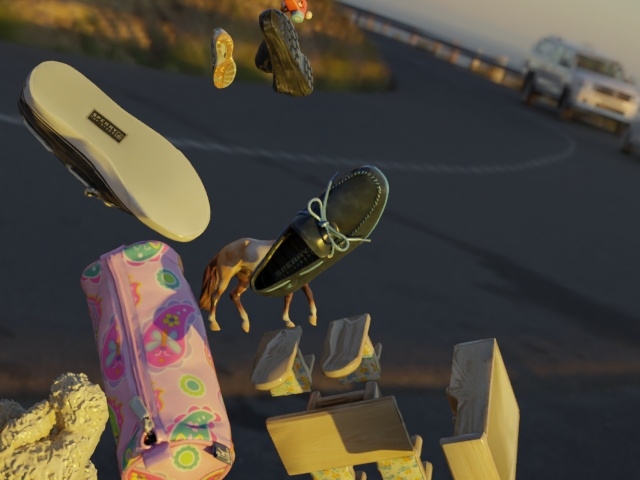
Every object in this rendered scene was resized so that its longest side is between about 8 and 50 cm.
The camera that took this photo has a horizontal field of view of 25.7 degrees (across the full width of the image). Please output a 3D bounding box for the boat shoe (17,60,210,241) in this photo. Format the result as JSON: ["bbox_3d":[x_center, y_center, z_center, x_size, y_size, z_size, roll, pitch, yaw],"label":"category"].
[{"bbox_3d":[-0.282,-0.102,1.875,0.306,0.113,0.105,38,-35,-6],"label":"boat shoe"}]

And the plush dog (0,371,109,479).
[{"bbox_3d":[-0.447,0.305,2.007,0.225,0.262,0.210,23,42,7],"label":"plush dog"}]

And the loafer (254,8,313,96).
[{"bbox_3d":[-0.070,-0.295,2.256,0.078,0.076,0.223,-7,-24,10],"label":"loafer"}]

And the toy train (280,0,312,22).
[{"bbox_3d":[-0.050,-0.422,2.169,0.046,0.166,0.125,-6,-32,23],"label":"toy train"}]

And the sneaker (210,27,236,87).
[{"bbox_3d":[-0.133,-0.247,1.897,0.032,0.083,0.037,-7,36,-19],"label":"sneaker"}]

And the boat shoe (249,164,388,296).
[{"bbox_3d":[0.000,0.000,2.024,0.109,0.258,0.089,44,21,14],"label":"boat shoe"}]

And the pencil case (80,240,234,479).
[{"bbox_3d":[-0.175,0.136,1.485,0.124,0.124,0.284,12,44,-33],"label":"pencil case"}]

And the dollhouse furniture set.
[{"bbox_3d":[0.066,0.203,1.400,0.242,0.212,0.161,-12,30,18],"label":"dollhouse furniture set"}]

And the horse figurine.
[{"bbox_3d":[-0.088,0.053,2.178,0.263,0.174,0.066,-6,-14,27],"label":"horse figurine"}]
